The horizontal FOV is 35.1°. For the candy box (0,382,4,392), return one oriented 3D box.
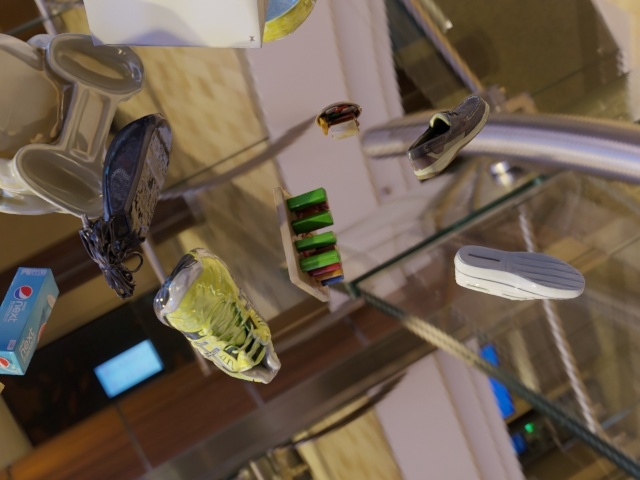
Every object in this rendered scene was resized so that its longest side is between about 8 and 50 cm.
[{"bbox_3d":[-0.557,0.289,1.520,0.053,0.109,0.187,43,-154,-17],"label":"candy box"}]

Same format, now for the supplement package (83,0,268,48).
[{"bbox_3d":[-0.215,-0.409,1.502,0.204,0.261,0.145,88,-176,-50],"label":"supplement package"}]

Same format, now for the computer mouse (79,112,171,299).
[{"bbox_3d":[-0.286,-0.070,1.460,0.188,0.072,0.272,79,-159,-59],"label":"computer mouse"}]

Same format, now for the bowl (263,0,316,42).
[{"bbox_3d":[-0.122,-0.556,2.343,0.289,0.289,0.156,52,176,33],"label":"bowl"}]

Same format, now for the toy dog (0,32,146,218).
[{"bbox_3d":[-0.535,-0.171,1.655,0.408,0.395,0.285,-9,74,55],"label":"toy dog"}]

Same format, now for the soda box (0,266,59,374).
[{"bbox_3d":[-0.563,0.149,1.909,0.071,0.067,0.210,84,-167,-44],"label":"soda box"}]

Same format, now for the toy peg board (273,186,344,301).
[{"bbox_3d":[0.000,0.000,1.650,0.160,0.079,0.161,38,-142,-65],"label":"toy peg board"}]

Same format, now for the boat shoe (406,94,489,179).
[{"bbox_3d":[0.238,-0.207,1.884,0.080,0.223,0.073,3,135,51],"label":"boat shoe"}]

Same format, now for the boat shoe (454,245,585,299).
[{"bbox_3d":[0.347,0.066,1.777,0.226,0.083,0.076,16,138,15],"label":"boat shoe"}]

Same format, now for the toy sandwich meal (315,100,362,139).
[{"bbox_3d":[0.031,-0.193,1.628,0.085,0.085,0.029,97,160,-68],"label":"toy sandwich meal"}]

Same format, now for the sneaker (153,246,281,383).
[{"bbox_3d":[-0.154,0.131,1.683,0.147,0.145,0.385,31,169,22],"label":"sneaker"}]
